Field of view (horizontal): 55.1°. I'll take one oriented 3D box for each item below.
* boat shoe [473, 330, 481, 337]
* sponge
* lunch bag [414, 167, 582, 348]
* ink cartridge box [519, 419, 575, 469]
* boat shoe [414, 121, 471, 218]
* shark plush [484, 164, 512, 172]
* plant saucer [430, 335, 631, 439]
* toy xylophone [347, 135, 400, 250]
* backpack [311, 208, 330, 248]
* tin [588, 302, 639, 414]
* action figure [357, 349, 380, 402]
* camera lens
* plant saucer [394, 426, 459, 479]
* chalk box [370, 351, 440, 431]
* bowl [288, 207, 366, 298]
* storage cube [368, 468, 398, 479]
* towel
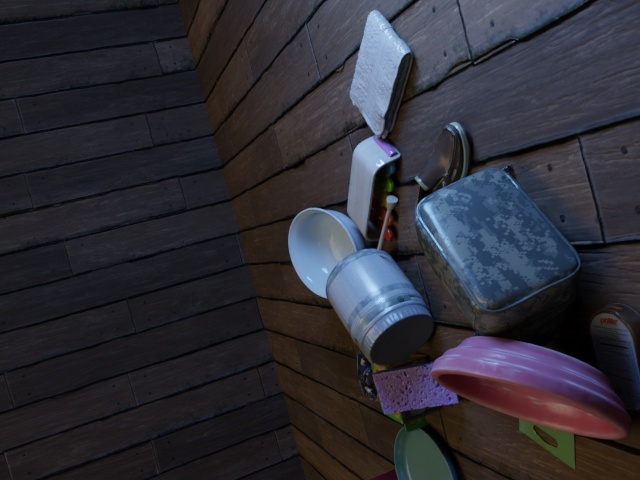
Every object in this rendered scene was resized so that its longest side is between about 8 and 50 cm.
[{"bbox_3d":[0.371,0.185,1.361,0.083,0.065,0.183,66,152,27],"label":"boat shoe"},{"bbox_3d":[0.254,0.393,1.648,0.031,0.210,0.117,-22,-83,-71],"label":"sponge"},{"bbox_3d":[0.326,0.053,1.164,0.256,0.213,0.305,71,172,-51],"label":"lunch bag"},{"bbox_3d":[0.449,0.346,1.281,0.171,0.056,0.235,-150,50,-62],"label":"ink cartridge box"},{"bbox_3d":[0.260,-0.137,1.359,0.095,0.095,0.257,-126,28,-44],"label":"boat shoe"},{"bbox_3d":[0.329,-0.115,1.261,0.161,0.073,0.067,110,171,-65],"label":"shark plush"},{"bbox_3d":[0.362,0.250,1.067,0.084,0.332,0.332,-69,12,-17],"label":"plant saucer"},{"bbox_3d":[0.153,-0.114,1.683,0.322,0.081,0.236,100,149,-50],"label":"toy xylophone"},{"bbox_3d":[0.000,0.000,2.102,0.115,0.152,0.182,33,142,59],"label":"backpack"},{"bbox_3d":[0.511,0.200,1.034,0.106,0.040,0.189,-5,100,66],"label":"tin"},{"bbox_3d":[0.191,0.452,1.999,0.185,0.099,0.285,70,165,-9],"label":"action figure"},{"bbox_3d":[0.156,0.174,1.688,0.219,0.219,0.274,94,152,-43],"label":"camera lens"},{"bbox_3d":[0.325,0.711,1.846,0.317,0.044,0.317,30,124,58],"label":"plant saucer"},{"bbox_3d":[0.249,0.438,1.768,0.132,0.132,0.213,180,76,-69],"label":"chalk box"},{"bbox_3d":[0.046,0.025,1.936,0.298,0.134,0.297,20,120,39],"label":"bowl"},{"bbox_3d":[0.247,0.896,2.025,0.183,0.193,0.215,-132,33,-51],"label":"storage cube"},{"bbox_3d":[0.144,-0.408,1.540,0.282,0.049,0.187,102,146,-52],"label":"towel"}]
